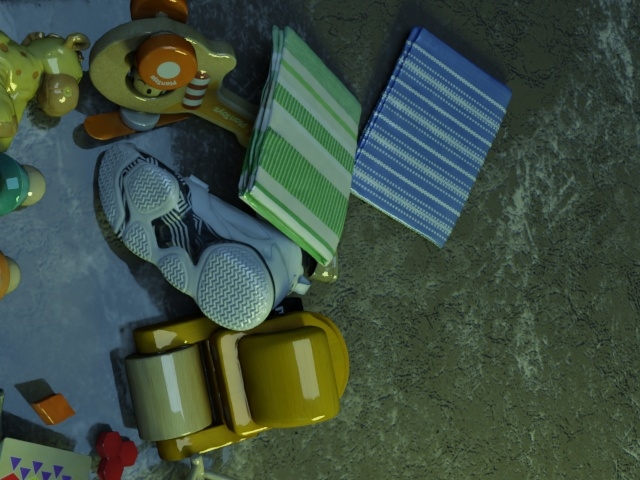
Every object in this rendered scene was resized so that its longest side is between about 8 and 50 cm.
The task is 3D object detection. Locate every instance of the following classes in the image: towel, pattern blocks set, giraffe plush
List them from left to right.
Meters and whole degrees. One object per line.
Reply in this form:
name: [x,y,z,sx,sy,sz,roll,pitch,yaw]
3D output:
giraffe plush: [-0.422,-0.234,1.348,0.171,0.181,0.210,-9,105,-35]
pattern blocks set: [-0.390,0.357,1.297,0.325,0.026,0.285,44,48,-48]
towel: [-0.025,-0.150,1.479,0.248,0.038,0.324,40,48,-43]
towel: [0.193,-0.188,1.682,0.243,0.040,0.335,30,79,-21]

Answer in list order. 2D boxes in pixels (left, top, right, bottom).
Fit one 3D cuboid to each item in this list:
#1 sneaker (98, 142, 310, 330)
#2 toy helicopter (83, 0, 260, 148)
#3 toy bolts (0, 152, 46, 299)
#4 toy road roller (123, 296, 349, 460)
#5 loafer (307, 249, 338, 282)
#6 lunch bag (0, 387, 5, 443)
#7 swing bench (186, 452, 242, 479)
sneaker: [-0.174,-0.017,1.457,0.366,0.210,0.137,43,115,16]
toy helicopter: [-0.200,-0.214,1.437,0.355,0.235,0.140,25,40,-44]
toy bolts: [-0.499,-0.036,1.329,0.218,0.158,0.228,39,106,19]
toy road roller: [-0.112,0.206,1.422,0.330,0.241,0.202,-12,93,-23]
loafer: [0.000,0.000,1.576,0.050,0.056,0.147,-6,91,-30]
lunch bag: [-0.540,0.347,1.253,0.256,0.213,0.305,-1,88,-47]
swing bench: [-0.161,0.498,1.349,0.165,0.253,0.254,17,123,0]
